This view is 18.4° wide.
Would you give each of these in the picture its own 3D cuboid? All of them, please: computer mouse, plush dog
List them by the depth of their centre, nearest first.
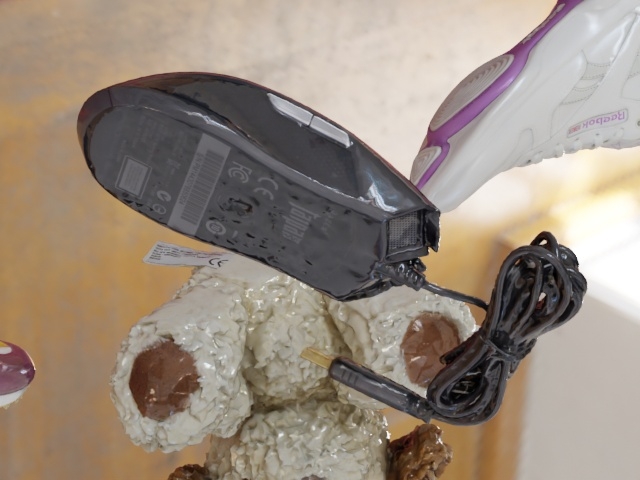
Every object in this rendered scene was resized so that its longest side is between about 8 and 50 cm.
[{"bbox_3d":[0.000,0.000,1.010,0.184,0.262,0.060,108,5,-55],"label":"computer mouse"},{"bbox_3d":[-0.023,0.118,1.445,0.262,0.210,0.225,-8,116,-8],"label":"plush dog"}]

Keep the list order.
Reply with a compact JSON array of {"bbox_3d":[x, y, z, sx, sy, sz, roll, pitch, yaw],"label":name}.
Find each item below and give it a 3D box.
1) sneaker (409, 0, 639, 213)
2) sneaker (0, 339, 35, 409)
[{"bbox_3d":[0.207,-0.109,1.623,0.305,0.114,0.152,-42,104,-10],"label":"sneaker"},{"bbox_3d":[-0.233,0.046,1.096,0.185,0.069,0.084,7,98,-43],"label":"sneaker"}]
